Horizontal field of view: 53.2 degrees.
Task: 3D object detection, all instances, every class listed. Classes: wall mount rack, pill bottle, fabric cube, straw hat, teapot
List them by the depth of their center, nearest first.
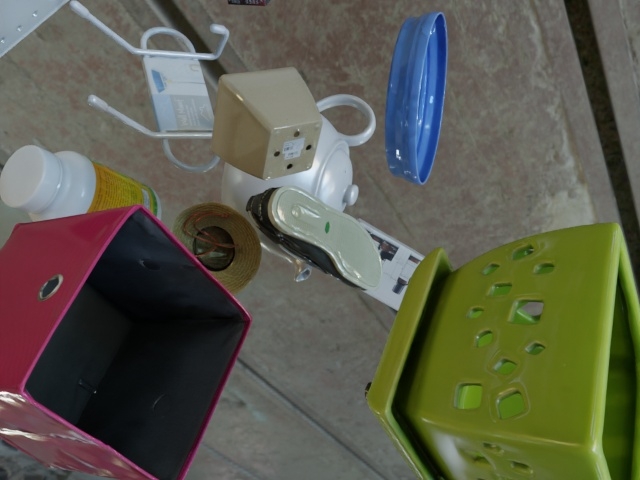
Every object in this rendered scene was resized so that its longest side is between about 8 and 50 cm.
[{"bbox_3d":[-0.293,0.134,0.814,0.258,0.254,0.259,-4,138,34],"label":"fabric cube"},{"bbox_3d":[-0.157,0.009,0.947,0.144,0.061,0.144,-2,102,-9],"label":"straw hat"},{"bbox_3d":[-0.027,-0.103,1.030,0.187,0.252,0.256,16,111,15],"label":"teapot"},{"bbox_3d":[-0.396,-0.068,1.067,0.136,0.136,0.246,-13,160,24],"label":"pill bottle"},{"bbox_3d":[-0.296,-0.301,1.181,0.304,0.350,0.130,-5,155,-30],"label":"wall mount rack"}]

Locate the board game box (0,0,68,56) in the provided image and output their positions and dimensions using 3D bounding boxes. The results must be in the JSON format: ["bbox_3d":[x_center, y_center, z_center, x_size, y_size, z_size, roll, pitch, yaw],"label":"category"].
[{"bbox_3d":[-0.471,-0.433,0.898,0.050,0.390,0.390,31,150,2],"label":"board game box"}]

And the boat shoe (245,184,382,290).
[{"bbox_3d":[0.000,0.000,0.879,0.079,0.084,0.233,-10,145,46],"label":"boat shoe"}]

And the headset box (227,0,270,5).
[{"bbox_3d":[-0.122,-0.455,1.166,0.083,0.062,0.032,8,133,16],"label":"headset box"}]

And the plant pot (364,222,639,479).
[{"bbox_3d":[0.182,0.138,0.602,0.207,0.227,0.228,-2,135,33],"label":"plant pot"}]

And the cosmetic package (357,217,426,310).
[{"bbox_3d":[0.141,0.066,1.034,0.239,0.060,0.099,29,98,-5],"label":"cosmetic package"}]

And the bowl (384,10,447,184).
[{"bbox_3d":[0.225,-0.328,1.486,0.077,0.391,0.391,8,144,17],"label":"bowl"}]

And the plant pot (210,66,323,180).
[{"bbox_3d":[-0.059,-0.134,0.776,0.109,0.096,0.109,-17,140,-33],"label":"plant pot"}]
